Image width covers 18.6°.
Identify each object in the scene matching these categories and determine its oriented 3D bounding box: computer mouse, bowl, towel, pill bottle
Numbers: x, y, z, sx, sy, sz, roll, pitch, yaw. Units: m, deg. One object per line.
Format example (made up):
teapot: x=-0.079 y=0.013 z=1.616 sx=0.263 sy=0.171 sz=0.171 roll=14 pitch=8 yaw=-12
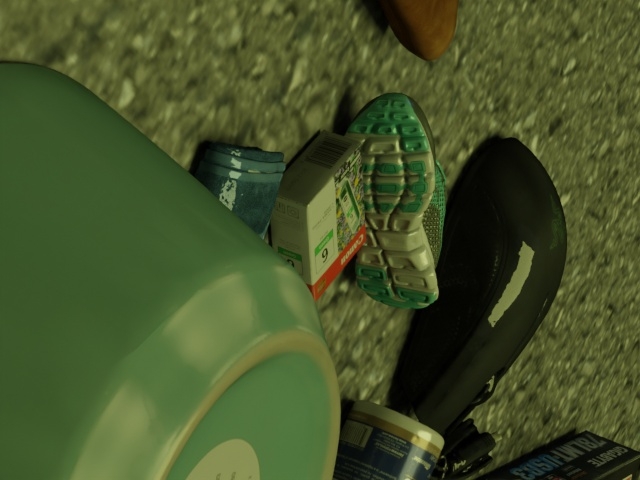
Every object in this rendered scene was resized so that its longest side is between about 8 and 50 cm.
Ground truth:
computer mouse: x=0.120 y=0.064 z=1.386 sx=0.188 sy=0.072 sz=0.272 roll=-8 pitch=116 yaw=-62
bowl: x=-0.103 y=0.094 z=0.828 sx=0.311 sy=0.163 sz=0.311 roll=-46 pitch=147 yaw=-44
towel: x=-0.053 y=0.008 z=1.027 sx=0.067 sy=0.029 sz=0.119 roll=0 pitch=109 yaw=-64
pill bottle: x=0.029 y=0.171 z=1.281 sx=0.120 sy=0.067 sz=0.067 roll=-65 pitch=156 yaw=-10

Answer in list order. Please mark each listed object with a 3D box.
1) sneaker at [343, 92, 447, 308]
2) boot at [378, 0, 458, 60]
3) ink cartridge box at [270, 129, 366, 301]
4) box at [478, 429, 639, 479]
sneaker: x=0.047 y=-0.036 z=1.187 sx=0.166 sy=0.065 sz=0.076 roll=86 pitch=17 yaw=-48
boot: x=0.081 y=-0.247 z=1.030 sx=0.264 sy=0.096 sz=0.280 roll=-69 pitch=157 yaw=-3
ink cartridge box: x=0.000 y=0.000 z=1.132 sx=0.063 sy=0.029 sz=0.115 roll=-50 pitch=149 yaw=-38
box: x=0.167 y=0.331 z=1.698 sx=0.295 sy=0.073 sz=0.293 roll=-9 pitch=118 yaw=-63
